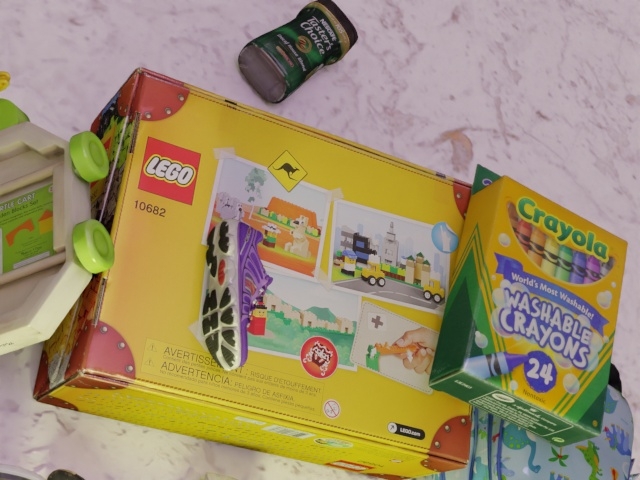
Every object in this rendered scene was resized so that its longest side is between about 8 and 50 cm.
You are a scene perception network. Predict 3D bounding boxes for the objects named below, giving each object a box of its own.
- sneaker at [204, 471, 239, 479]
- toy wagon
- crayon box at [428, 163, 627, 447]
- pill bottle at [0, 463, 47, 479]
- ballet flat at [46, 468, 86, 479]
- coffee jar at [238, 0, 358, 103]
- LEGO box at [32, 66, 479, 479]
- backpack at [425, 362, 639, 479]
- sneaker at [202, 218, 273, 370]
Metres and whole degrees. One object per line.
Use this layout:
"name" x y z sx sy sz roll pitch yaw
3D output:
"sneaker" -0.145 0.364 1.342 0.094 0.080 0.212 29 48 -2
"toy wagon" -0.358 -0.036 1.298 0.068 0.267 0.344 50 26 -54
"crayon box" 0.266 0.064 1.438 0.203 0.083 0.323 26 60 -18
"pill bottle" -0.348 0.332 1.208 0.103 0.103 0.184 19 59 -22
"ballet flat" -0.247 0.328 1.316 0.057 0.049 0.173 -43 89 -2
"coffee jar" -0.029 -0.283 1.707 0.096 0.079 0.184 50 52 -1
"LEGO box" -0.055 0.060 1.435 0.500 0.193 0.372 18 66 -23
"backpack" 0.271 0.288 1.531 0.290 0.273 0.356 32 69 -21
"sneaker" -0.084 0.058 1.268 0.071 0.068 0.170 14 68 -30
